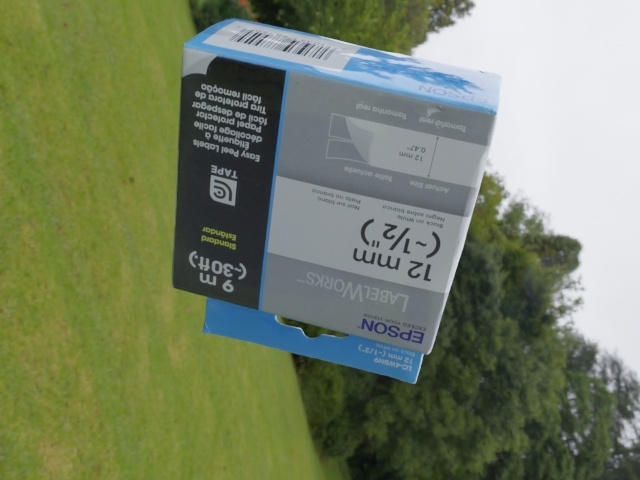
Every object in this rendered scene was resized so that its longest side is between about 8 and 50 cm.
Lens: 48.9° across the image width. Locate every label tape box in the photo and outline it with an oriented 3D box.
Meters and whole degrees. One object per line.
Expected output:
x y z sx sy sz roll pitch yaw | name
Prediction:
0.000 0.000 0.649 0.115 0.249 0.347 -63 165 -61 | label tape box
